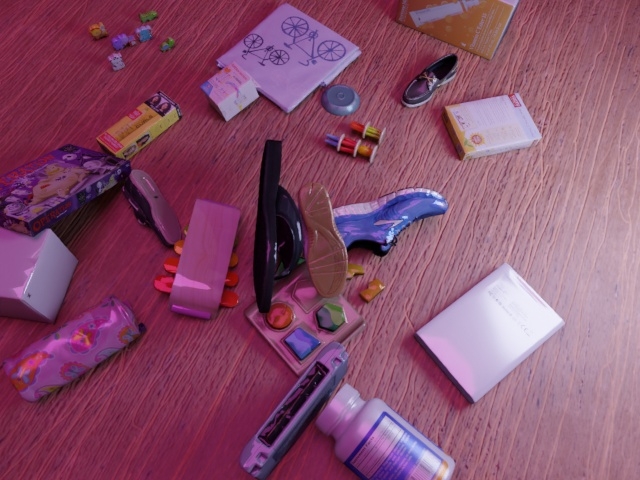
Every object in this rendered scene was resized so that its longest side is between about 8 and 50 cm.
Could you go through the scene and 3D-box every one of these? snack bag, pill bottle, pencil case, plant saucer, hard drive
[{"bbox_3d":[-0.099,-0.568,1.612,0.323,0.037,0.342,37,71,15],"label":"snack bag"},{"bbox_3d":[0.125,0.429,1.076,0.272,0.152,0.152,37,68,15],"label":"pill bottle"},{"bbox_3d":[-0.549,0.237,1.166,0.284,0.124,0.124,-35,70,-18],"label":"pencil case"},{"bbox_3d":[0.061,-0.429,1.557,0.119,0.021,0.119,1,64,-1],"label":"plant saucer"},{"bbox_3d":[0.408,0.215,1.250,0.308,0.040,0.203,-34,70,-16],"label":"hard drive"}]

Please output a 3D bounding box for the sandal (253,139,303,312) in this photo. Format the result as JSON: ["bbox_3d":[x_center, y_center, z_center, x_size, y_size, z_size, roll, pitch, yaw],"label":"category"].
[{"bbox_3d":[-0.095,-0.047,1.231,0.107,0.167,0.445,7,64,-12],"label":"sandal"}]

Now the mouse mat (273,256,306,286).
[{"bbox_3d":[-0.056,0.132,1.292,0.153,0.007,0.189,20,66,8],"label":"mouse mat"}]

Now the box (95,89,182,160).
[{"bbox_3d":[-0.509,-0.320,1.463,0.087,0.058,0.232,39,69,15],"label":"box"}]

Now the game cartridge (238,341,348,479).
[{"bbox_3d":[-0.049,0.357,1.076,0.062,0.198,0.297,36,67,14],"label":"game cartridge"}]

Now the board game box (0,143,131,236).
[{"bbox_3d":[-0.660,-0.137,1.275,0.208,0.056,0.347,12,35,15],"label":"board game box"}]

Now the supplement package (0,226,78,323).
[{"bbox_3d":[-0.762,0.069,1.201,0.293,0.175,0.177,8,62,2],"label":"supplement package"}]

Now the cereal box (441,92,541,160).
[{"bbox_3d":[0.497,-0.334,1.514,0.240,0.047,0.173,-11,65,-8],"label":"cereal box"}]

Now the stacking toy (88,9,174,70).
[{"bbox_3d":[-0.588,-0.637,1.617,0.221,0.052,0.167,-28,69,-15],"label":"stacking toy"}]

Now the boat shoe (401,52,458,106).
[{"bbox_3d":[0.331,-0.490,1.570,0.228,0.068,0.081,-41,72,-19],"label":"boat shoe"}]

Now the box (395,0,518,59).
[{"bbox_3d":[0.437,-0.758,1.623,0.345,0.215,0.168,27,67,11],"label":"box"}]

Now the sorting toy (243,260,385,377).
[{"bbox_3d":[-0.002,0.154,1.256,0.307,0.041,0.229,-39,72,-18],"label":"sorting toy"}]

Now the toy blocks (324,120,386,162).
[{"bbox_3d":[0.098,-0.296,1.477,0.148,0.054,0.123,22,66,9],"label":"toy blocks"}]

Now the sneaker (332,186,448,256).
[{"bbox_3d":[0.172,-0.033,1.328,0.330,0.130,0.147,-17,73,-1],"label":"sneaker"}]

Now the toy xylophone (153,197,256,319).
[{"bbox_3d":[-0.254,0.041,1.281,0.236,0.081,0.322,22,62,-8],"label":"toy xylophone"}]

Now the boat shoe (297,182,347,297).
[{"bbox_3d":[0.000,0.000,1.257,0.098,0.096,0.277,-9,90,-12],"label":"boat shoe"}]

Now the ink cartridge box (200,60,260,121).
[{"bbox_3d":[-0.254,-0.437,1.497,0.143,0.090,0.092,-41,72,-6],"label":"ink cartridge box"}]

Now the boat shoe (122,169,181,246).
[{"bbox_3d":[-0.440,-0.073,1.350,0.079,0.084,0.233,-40,76,21],"label":"boat shoe"}]
